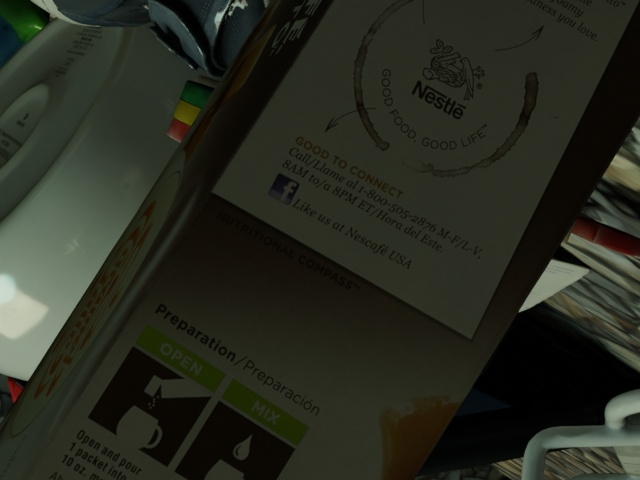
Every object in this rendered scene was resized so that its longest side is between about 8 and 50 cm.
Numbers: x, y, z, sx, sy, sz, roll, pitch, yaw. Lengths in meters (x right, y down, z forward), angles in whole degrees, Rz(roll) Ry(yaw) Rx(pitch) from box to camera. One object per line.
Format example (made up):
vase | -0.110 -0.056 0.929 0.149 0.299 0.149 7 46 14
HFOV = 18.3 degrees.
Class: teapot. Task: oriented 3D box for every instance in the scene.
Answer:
teapot | -0.114 -0.009 1.166 0.187 0.252 0.256 39 -143 -26

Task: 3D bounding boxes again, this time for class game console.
game console | -0.003 0.110 1.438 0.387 0.060 0.342 -7 -171 -26

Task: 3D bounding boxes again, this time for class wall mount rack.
wall mount rack | 0.278 0.170 1.150 0.304 0.130 0.350 0 166 13

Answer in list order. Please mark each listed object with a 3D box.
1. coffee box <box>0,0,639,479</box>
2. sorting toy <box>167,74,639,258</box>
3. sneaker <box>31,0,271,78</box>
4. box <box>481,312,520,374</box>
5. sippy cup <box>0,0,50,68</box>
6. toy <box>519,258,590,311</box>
coffee box | 0.000 0.000 0.616 0.098 0.246 0.141 33 175 -12
sorting toy | 0.028 -0.020 0.895 0.274 0.046 0.132 17 -173 -35
sneaker | -0.040 -0.101 0.791 0.163 0.086 0.226 35 173 8
box | -0.007 -0.021 1.370 0.216 0.060 0.270 29 173 38
sippy cup | -0.348 -0.141 1.419 0.305 0.224 0.240 28 173 36
toy | 0.040 0.021 1.202 0.137 0.056 0.237 12 154 -24
